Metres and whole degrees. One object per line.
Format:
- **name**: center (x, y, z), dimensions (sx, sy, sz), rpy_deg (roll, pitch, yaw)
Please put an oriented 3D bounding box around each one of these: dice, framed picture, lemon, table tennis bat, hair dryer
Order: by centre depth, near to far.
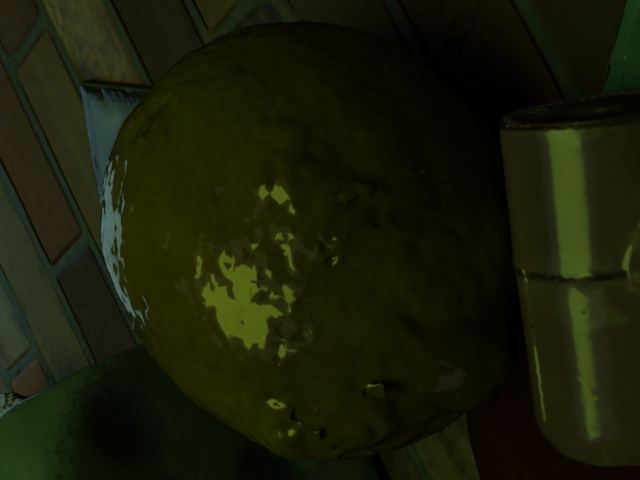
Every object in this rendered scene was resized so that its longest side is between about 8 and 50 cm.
- **hair dryer**: center (0.208, 0.035, 0.704), dimensions (0.344, 0.106, 0.189), rpy_deg (16, 116, 63)
- **lemon**: center (0.000, 0.000, 0.916), dimensions (0.320, 0.245, 0.245), rpy_deg (43, 137, 43)
- **table tennis bat**: center (0.153, 0.142, 0.968), dimensions (0.200, 0.038, 0.310), rpy_deg (53, 140, 22)
- **dice**: center (-0.121, 0.234, 1.173), dimensions (0.262, 0.264, 0.268), rpy_deg (-41, 73, 52)
- **framed picture**: center (-0.121, -0.042, 1.255), dimensions (0.231, 0.010, 0.173), rpy_deg (13, 117, 49)

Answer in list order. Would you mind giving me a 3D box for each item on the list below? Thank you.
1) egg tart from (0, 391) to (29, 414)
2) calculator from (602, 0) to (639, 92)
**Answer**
- **egg tart**: center (-0.241, 0.276, 1.471), dimensions (0.294, 0.123, 0.294), rpy_deg (21, 120, 42)
- **calculator**: center (0.188, -0.137, 0.806), dimensions (0.057, 0.018, 0.172), rpy_deg (35, 131, 37)
